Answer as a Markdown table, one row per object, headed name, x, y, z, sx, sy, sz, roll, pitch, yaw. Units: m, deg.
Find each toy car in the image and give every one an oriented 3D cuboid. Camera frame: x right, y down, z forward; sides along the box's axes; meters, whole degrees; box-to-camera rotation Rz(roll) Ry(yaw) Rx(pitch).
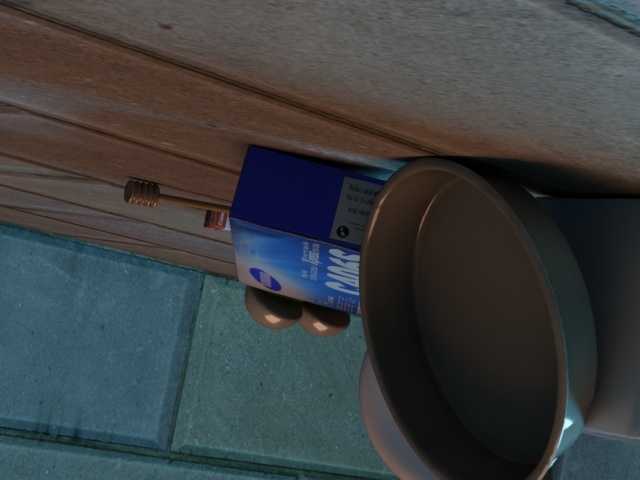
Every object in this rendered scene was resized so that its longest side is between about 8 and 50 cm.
| name | x | y | z | sx | sy | sz | roll | pitch | yaw |
| --- | --- | --- | --- | --- | --- | --- | --- | --- | --- |
| toy car | -0.012 | 0.019 | 2.076 | 0.182 | 0.159 | 0.136 | 11 | -145 | -43 |

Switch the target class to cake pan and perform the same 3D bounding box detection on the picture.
| name | x | y | z | sx | sy | sz | roll | pitch | yaw |
| --- | --- | --- | --- | --- | --- | --- | --- | --- | --- |
| cake pan | 0.131 | 0.071 | 1.459 | 0.054 | 0.293 | 0.293 | -12 | -172 | -29 |

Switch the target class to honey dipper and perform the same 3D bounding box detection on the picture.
| name | x | y | z | sx | sy | sz | roll | pitch | yaw |
| --- | --- | --- | --- | --- | --- | --- | --- | --- | --- |
| honey dipper | -0.166 | -0.049 | 2.177 | 0.161 | 0.030 | 0.030 | 9 | 177 | -26 |

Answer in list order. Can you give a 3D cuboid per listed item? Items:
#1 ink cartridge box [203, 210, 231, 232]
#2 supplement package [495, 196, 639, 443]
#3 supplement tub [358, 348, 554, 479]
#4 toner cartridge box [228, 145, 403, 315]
| name | x | y | z | sx | sy | sz | roll | pitch | yaw |
| --- | --- | --- | --- | --- | --- | --- | --- | --- | --- |
| ink cartridge box | -0.129 | -0.027 | 2.328 | 0.115 | 0.029 | 0.063 | 12 | 176 | -17 |
| supplement package | 0.326 | 0.085 | 1.501 | 0.263 | 0.199 | 0.198 | 14 | 175 | -29 |
| supplement tub | 0.202 | 0.146 | 2.007 | 0.241 | 0.241 | 0.331 | 10 | -168 | 19 |
| toner cartridge box | 0.000 | 0.000 | 1.744 | 0.165 | 0.075 | 0.348 | 16 | 169 | 3 |
